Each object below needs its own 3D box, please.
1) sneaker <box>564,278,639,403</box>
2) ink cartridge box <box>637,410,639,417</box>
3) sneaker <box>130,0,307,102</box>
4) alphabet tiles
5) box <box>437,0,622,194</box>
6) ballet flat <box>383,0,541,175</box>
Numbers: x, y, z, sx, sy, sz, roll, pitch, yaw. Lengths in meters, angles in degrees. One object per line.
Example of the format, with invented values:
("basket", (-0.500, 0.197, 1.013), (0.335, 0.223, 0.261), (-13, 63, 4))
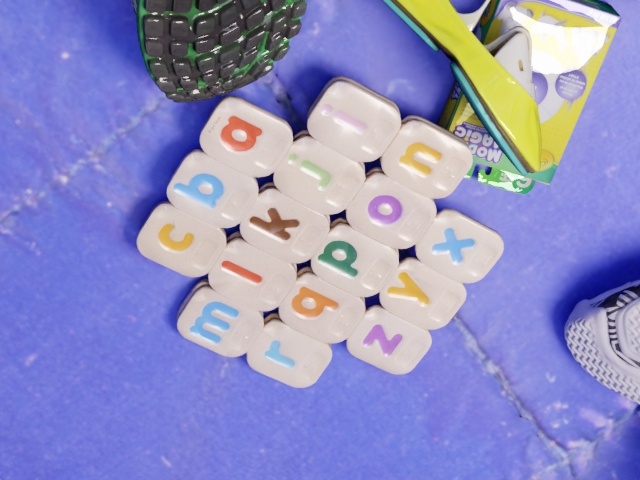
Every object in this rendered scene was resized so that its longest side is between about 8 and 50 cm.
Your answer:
("sneaker", (0.401, 0.032, 1.344), (0.366, 0.210, 0.137), (-11, 121, 37))
("ink cartridge box", (0.439, 0.206, 1.330), (0.226, 0.306, 0.131), (-33, 115, 9))
("sneaker", (-0.100, -0.255, 1.156), (0.134, 0.146, 0.343), (-19, 132, -16))
("alphabet tiles", (0.000, 0.000, 1.316), (0.278, 0.021, 0.284), (26, 118, -17))
("box", (0.165, -0.124, 1.288), (0.105, 0.043, 0.179), (15, 114, -12))
("ballet flat", (0.118, -0.159, 1.216), (0.077, 0.077, 0.231), (-39, 89, 7))
